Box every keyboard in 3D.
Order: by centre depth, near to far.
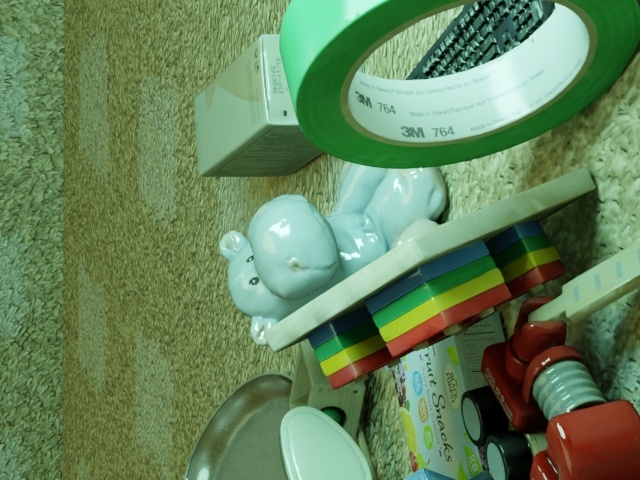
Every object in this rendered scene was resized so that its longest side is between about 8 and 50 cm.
[{"bbox_3d":[0.160,-0.235,1.747,0.317,0.033,0.202,132,131,-60],"label":"keyboard"}]

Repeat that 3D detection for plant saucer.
[{"bbox_3d":[-0.096,0.344,2.308,0.310,0.050,0.311,-33,42,37],"label":"plant saucer"}]

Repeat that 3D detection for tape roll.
[{"bbox_3d":[0.125,-0.180,1.446,0.321,0.321,0.077,120,142,-54],"label":"tape roll"}]

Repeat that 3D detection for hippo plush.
[{"bbox_3d":[0.000,0.000,1.903,0.294,0.236,0.234,120,141,-54],"label":"hippo plush"}]

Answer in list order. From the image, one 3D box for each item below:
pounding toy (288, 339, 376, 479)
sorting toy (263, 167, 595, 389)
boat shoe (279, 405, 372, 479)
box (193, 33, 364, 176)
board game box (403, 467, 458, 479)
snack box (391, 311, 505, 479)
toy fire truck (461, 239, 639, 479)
[{"bbox_3d":[0.022,0.222,2.100,0.141,0.100,0.130,-108,24,-58],"label":"pounding toy"},{"bbox_3d":[0.119,0.048,1.554,0.257,0.255,0.089,-35,79,49],"label":"sorting toy"},{"bbox_3d":[0.028,0.353,1.998,0.305,0.109,0.091,60,150,18],"label":"boat shoe"},{"bbox_3d":[-0.061,-0.176,2.163,0.311,0.148,0.121,154,112,-66],"label":"box"},{"bbox_3d":[0.171,0.346,1.635,0.039,0.160,0.212,-37,51,25],"label":"board game box"},{"bbox_3d":[0.150,0.176,1.774,0.174,0.070,0.207,132,130,-60],"label":"snack box"},{"bbox_3d":[0.245,0.132,1.464,0.217,0.158,0.246,-116,20,-45],"label":"toy fire truck"}]
